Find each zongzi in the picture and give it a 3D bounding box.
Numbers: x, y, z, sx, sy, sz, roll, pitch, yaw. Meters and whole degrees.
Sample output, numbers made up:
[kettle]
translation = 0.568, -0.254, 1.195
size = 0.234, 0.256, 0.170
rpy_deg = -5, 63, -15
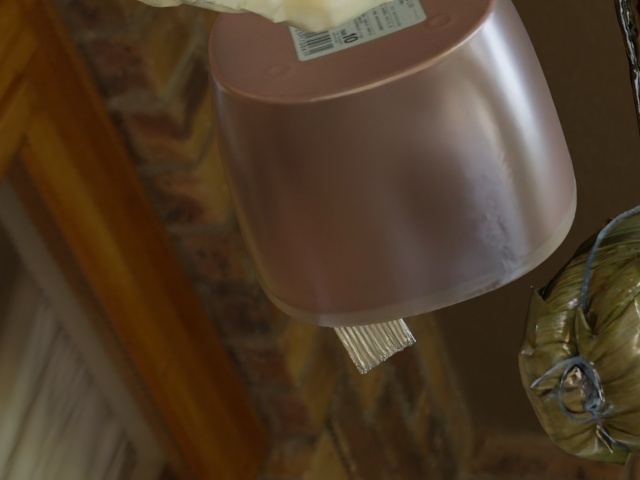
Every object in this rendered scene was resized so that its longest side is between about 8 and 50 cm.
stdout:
[zongzi]
translation = 0.254, 0.021, 0.881
size = 0.274, 0.251, 0.125
rpy_deg = -20, -83, 26

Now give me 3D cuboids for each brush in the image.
[brush]
translation = 0.000, 0.000, 1.873
size = 0.090, 0.017, 0.314
rpy_deg = -34, -100, 25

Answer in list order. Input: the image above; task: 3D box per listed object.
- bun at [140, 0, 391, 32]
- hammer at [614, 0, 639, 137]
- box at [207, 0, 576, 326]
[bun]
translation = -0.024, -0.176, 0.403
size = 0.352, 0.227, 0.349
rpy_deg = -1, -15, -34
[hammer]
translation = 0.152, -0.047, 0.652
size = 0.242, 0.408, 0.095
rpy_deg = -6, -7, 4
[box]
translation = 0.046, -0.101, 1.344
size = 0.301, 0.301, 0.216
rpy_deg = -2, -48, 24
